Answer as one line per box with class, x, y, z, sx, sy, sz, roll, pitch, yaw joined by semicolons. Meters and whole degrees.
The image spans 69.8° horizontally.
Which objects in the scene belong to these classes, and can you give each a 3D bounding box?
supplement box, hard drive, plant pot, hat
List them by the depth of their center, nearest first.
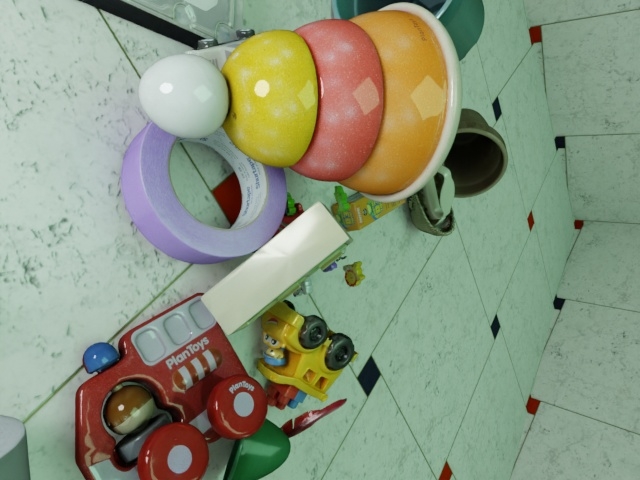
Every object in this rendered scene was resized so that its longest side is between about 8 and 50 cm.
hard drive;-0.275;-0.477;0.765;0.338;0.064;0.237;5;87;-49
hat;-0.070;0.405;0.862;0.173;0.183;0.209;-86;-164;-71
plant pot;0.257;-0.614;1.191;0.334;0.341;0.342;1;90;-57
supplement box;0.132;-0.096;1.219;0.233;0.080;0.078;-30;111;-42
plant pot;0.460;-0.310;1.488;0.263;0.263;0.229;53;36;-35

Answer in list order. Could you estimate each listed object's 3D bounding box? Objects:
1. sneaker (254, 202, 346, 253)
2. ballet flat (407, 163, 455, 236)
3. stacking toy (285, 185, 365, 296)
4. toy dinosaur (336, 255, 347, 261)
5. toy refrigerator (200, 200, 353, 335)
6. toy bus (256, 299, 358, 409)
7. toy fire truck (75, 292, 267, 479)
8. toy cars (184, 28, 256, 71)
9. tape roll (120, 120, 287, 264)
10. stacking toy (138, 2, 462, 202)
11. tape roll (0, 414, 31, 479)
sneaker;-0.040;-0.022;1.009;0.279;0.107;0.119;11;77;-48
ballet flat;0.305;-0.224;1.320;0.164;0.182;0.483;-26;114;-12
stacking toy;0.000;0.000;0.951;0.166;0.052;0.221;-9;86;-41
toy dinosaur;0.034;0.012;1.139;0.090;0.047;0.082;-38;100;-30
toy refrigerator;-0.071;0.053;0.828;0.094;0.269;0.102;51;5;7
toy bus;-0.060;0.254;0.976;0.220;0.149;0.211;42;76;-38
toy fire truck;-0.254;0.252;0.749;0.302;0.169;0.254;-29;88;-45
toy cars;-0.090;-0.292;0.910;0.393;0.087;0.177;22;85;-57
tape roll;-0.193;-0.100;0.799;0.274;0.090;0.275;13;71;-40
stacking toy;-0.047;-0.232;0.751;0.479;0.350;0.351;-5;94;-31
tape roll;-0.432;0.261;0.478;0.219;0.219;0.072;-6;94;-48
